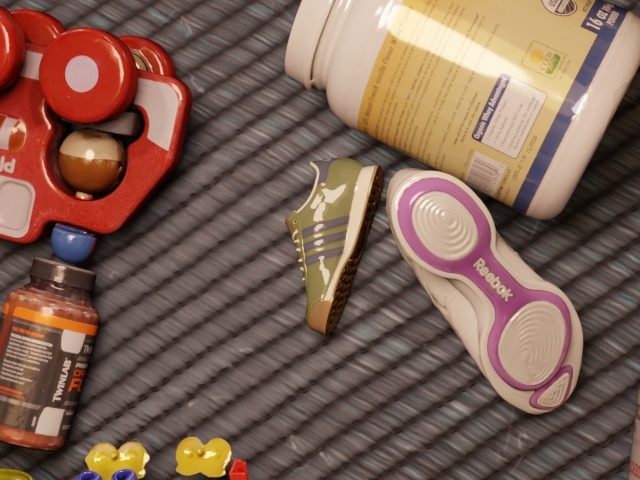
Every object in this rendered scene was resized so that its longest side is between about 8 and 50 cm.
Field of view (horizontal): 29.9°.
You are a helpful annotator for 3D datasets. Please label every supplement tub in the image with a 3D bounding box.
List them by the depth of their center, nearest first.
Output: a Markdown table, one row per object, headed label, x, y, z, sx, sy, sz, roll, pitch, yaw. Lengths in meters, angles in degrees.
| label | x | y | z | sx | sy | sz | roll | pitch | yaw |
| --- | --- | --- | --- | --- | --- | --- | --- | --- | --- |
| supplement tub | 0.146 | -0.183 | 1.217 | 0.316 | 0.228 | 0.228 | 27 | 88 | 8 |
| supplement tub | -0.302 | 0.121 | 1.297 | 0.106 | 0.106 | 0.197 | 14 | 86 | 8 |

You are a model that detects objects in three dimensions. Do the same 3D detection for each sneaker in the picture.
| label | x | y | z | sx | sy | sz | roll | pitch | yaw |
| --- | --- | --- | --- | --- | --- | --- | --- | --- | --- |
| sneaker | 0.171 | 0.043 | 1.254 | 0.114 | 0.152 | 0.305 | -34 | 105 | -1 |
| sneaker | 0.000 | 0.000 | 1.302 | 0.086 | 0.064 | 0.192 | 17 | 86 | 15 |

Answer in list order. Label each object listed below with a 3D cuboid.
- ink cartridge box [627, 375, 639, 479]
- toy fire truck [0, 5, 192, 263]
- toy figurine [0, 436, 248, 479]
| label | x | y | z | sx | sy | sz | roll | pitch | yaw |
| --- | --- | --- | --- | --- | --- | --- | --- | --- | --- |
| ink cartridge box | 0.386 | 0.118 | 1.160 | 0.129 | 0.223 | 0.307 | 7 | 85 | 8 |
| toy fire truck | -0.298 | -0.114 | 1.300 | 0.302 | 0.169 | 0.253 | 15 | 99 | 8 |
| toy figurine | -0.235 | 0.352 | 1.231 | 0.363 | 0.191 | 0.217 | -6 | 117 | 10 |
